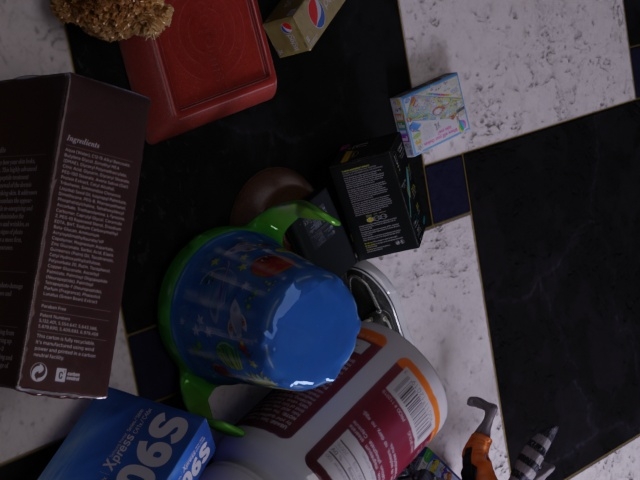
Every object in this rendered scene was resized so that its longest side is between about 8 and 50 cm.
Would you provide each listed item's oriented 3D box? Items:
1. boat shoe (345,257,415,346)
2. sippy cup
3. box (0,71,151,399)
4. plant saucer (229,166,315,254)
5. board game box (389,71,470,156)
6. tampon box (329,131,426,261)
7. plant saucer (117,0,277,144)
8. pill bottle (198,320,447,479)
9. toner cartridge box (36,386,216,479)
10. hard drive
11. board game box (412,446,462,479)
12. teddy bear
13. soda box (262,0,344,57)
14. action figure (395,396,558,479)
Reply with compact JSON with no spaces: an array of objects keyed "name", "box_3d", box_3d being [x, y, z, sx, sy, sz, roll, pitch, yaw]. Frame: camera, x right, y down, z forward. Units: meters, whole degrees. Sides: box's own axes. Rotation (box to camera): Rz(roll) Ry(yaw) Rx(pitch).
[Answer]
[{"name":"boat shoe","box_3d":[0.089,0.129,2.225,0.070,0.078,0.219,-46,122,-35]},{"name":"sippy cup","box_3d":[-0.072,0.107,1.942,0.240,0.224,0.305,-12,105,-34]},{"name":"box","box_3d":[-0.341,-0.004,1.728,0.143,0.191,0.381,12,83,-44]},{"name":"plant saucer","box_3d":[-0.052,-0.012,2.116,0.199,0.036,0.198,-2,92,-45]},{"name":"board game box","box_3d":[0.185,-0.212,2.351,0.154,0.026,0.103,-27,109,-41]},{"name":"tampon box","box_3d":[0.091,-0.069,2.178,0.120,0.101,0.161,-61,136,-68]},{"name":"plant saucer","box_3d":[-0.170,-0.295,1.991,0.259,0.048,0.258,-27,109,-42]},{"name":"pill bottle","box_3d":[-0.011,0.312,2.028,0.392,0.224,0.224,-40,117,-36]},{"name":"toner cartridge box","box_3d":[-0.288,0.353,1.763,0.348,0.165,0.075,-59,151,-36]},{"name":"hard drive","box_3d":[0.000,0.000,2.125,0.094,0.022,0.135,-41,117,-37]},{"name":"board game box","box_3d":[0.162,0.462,2.329,0.136,0.035,0.201,46,60,-35]},{"name":"teddy bear","box_3d":[-0.246,-0.430,1.838,0.245,0.113,0.338,37,64,-16]},{"name":"soda box","box_3d":[-0.018,-0.350,2.100,0.061,0.058,0.181,61,38,-27]},{"name":"action figure","box_3d":[0.251,0.410,2.275,0.341,0.178,0.330,55,46,-32]}]
